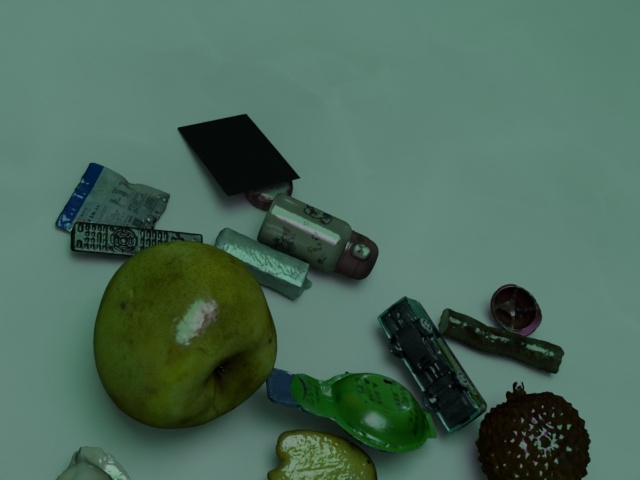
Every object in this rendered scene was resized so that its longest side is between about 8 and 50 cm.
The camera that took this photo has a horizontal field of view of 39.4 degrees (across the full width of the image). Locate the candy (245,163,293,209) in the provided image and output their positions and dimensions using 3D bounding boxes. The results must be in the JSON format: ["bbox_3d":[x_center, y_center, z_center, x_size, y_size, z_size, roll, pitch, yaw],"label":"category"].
[{"bbox_3d":[-0.107,-0.111,1.839,0.103,0.043,0.103,9,53,-13],"label":"candy"}]

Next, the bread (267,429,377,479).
[{"bbox_3d":[0.001,0.402,1.499,0.187,0.065,0.150,16,63,-11],"label":"bread"}]

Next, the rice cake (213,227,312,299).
[{"bbox_3d":[-0.112,0.046,1.710,0.206,0.063,0.069,26,53,1],"label":"rice cake"}]

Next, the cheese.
[{"bbox_3d":[0.055,0.286,1.554,0.320,0.083,0.204,16,26,-15],"label":"cheese"}]

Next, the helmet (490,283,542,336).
[{"bbox_3d":[0.395,0.142,1.820,0.089,0.057,0.111,-40,82,0],"label":"helmet"}]

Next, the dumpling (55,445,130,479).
[{"bbox_3d":[-0.355,0.403,1.352,0.127,0.108,0.188,44,34,-17],"label":"dumpling"}]

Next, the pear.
[{"bbox_3d":[-0.227,0.142,1.462,0.303,0.304,0.304,9,53,-13],"label":"pear"}]

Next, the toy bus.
[{"bbox_3d":[0.209,0.228,1.661,0.109,0.091,0.262,16,40,-60],"label":"toy bus"}]

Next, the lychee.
[{"bbox_3d":[0.374,0.357,1.580,0.200,0.200,0.238,5,45,-15],"label":"lychee"}]

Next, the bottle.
[{"bbox_3d":[0.000,0.000,1.754,0.233,0.110,0.110,25,51,0],"label":"bottle"}]

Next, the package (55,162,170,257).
[{"bbox_3d":[-0.394,-0.060,1.715,0.173,0.027,0.171,22,55,-3],"label":"package"}]

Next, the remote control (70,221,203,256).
[{"bbox_3d":[-0.339,0.006,1.666,0.245,0.025,0.063,7,60,-19],"label":"remote control"}]

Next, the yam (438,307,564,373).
[{"bbox_3d":[0.355,0.200,1.763,0.252,0.061,0.061,19,52,-5],"label":"yam"}]

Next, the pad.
[{"bbox_3d":[-0.170,-0.182,1.854,0.170,0.006,0.245,-17,48,-27],"label":"pad"}]
